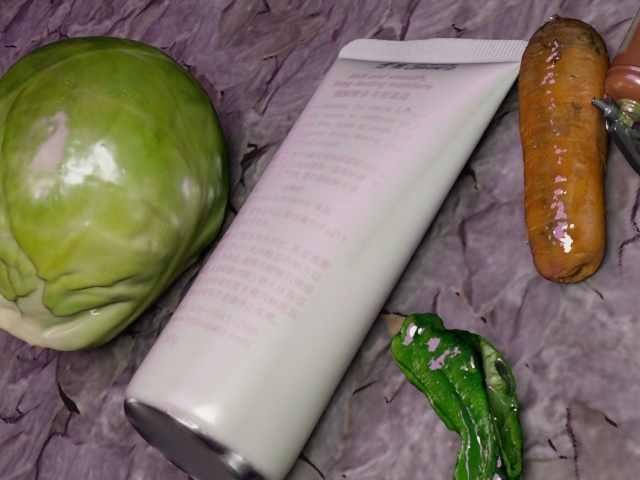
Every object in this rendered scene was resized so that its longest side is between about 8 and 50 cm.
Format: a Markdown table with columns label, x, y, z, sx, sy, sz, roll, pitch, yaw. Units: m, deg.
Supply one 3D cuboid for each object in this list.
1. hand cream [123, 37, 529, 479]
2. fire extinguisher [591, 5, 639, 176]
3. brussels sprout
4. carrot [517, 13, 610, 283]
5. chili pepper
| label | x | y | z | sx | sy | sz | roll | pitch | yaw |
| --- | --- | --- | --- | --- | --- | --- | --- | --- | --- |
| hand cream | 0.000 | 0.000 | 0.919 | 0.185 | 0.118 | 0.358 | 9 | 61 | 49 |
| fire extinguisher | 0.218 | -0.125 | 0.828 | 0.177 | 0.062 | 0.050 | -63 | 16 | -15 |
| brussels sprout | -0.185 | -0.043 | 1.043 | 0.244 | 0.244 | 0.244 | -24 | 48 | 30 |
| carrot | 0.153 | -0.057 | 0.841 | 0.060 | 0.060 | 0.186 | -15 | 58 | 36 |
| chili pepper | 0.086 | 0.121 | 0.781 | 0.073 | 0.050 | 0.182 | -22 | 51 | 22 |
